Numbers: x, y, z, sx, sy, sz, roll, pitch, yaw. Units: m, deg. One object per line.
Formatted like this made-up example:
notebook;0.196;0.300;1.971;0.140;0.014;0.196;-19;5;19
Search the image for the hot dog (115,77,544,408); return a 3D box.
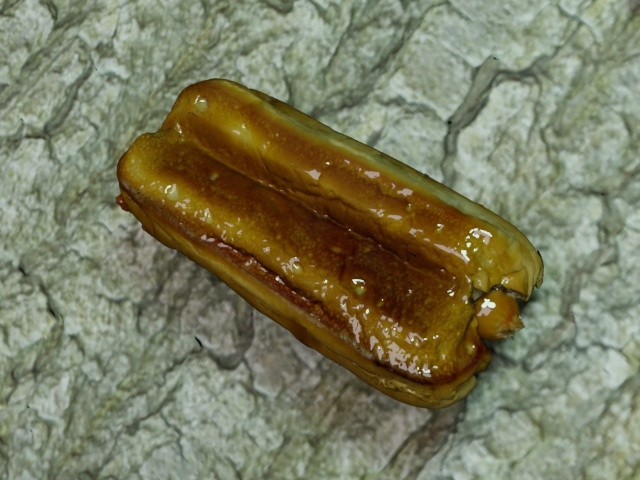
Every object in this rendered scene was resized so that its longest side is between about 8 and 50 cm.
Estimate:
hot dog;0.000;0.000;0.974;0.349;0.117;0.158;29;72;25
